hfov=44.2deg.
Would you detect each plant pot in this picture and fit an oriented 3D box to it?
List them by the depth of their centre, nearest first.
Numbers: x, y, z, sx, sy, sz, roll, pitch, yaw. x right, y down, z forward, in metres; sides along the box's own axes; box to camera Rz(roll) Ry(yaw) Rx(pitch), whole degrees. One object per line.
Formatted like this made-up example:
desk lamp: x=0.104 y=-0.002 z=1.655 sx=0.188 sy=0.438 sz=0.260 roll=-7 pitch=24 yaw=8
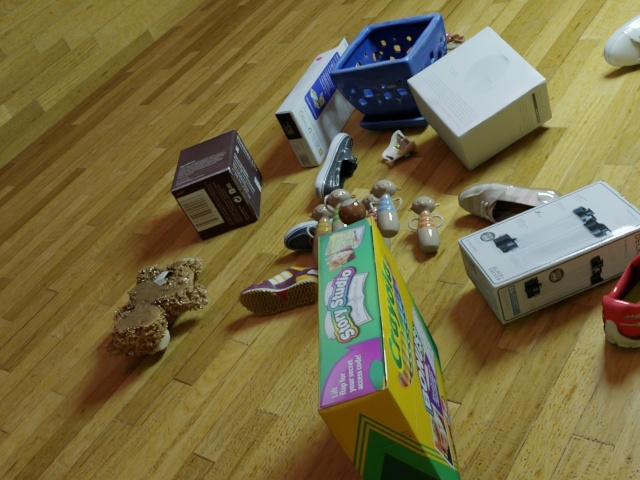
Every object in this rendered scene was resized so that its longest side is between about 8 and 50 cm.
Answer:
plant pot: x=0.199 y=-0.417 z=2.014 sx=0.236 sy=0.212 sz=0.236 roll=0 pitch=42 yaw=36

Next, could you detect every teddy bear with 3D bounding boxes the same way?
teddy bear: x=-0.361 y=0.150 z=1.767 sx=0.245 sy=0.113 sz=0.338 roll=-21 pitch=26 yaw=-2

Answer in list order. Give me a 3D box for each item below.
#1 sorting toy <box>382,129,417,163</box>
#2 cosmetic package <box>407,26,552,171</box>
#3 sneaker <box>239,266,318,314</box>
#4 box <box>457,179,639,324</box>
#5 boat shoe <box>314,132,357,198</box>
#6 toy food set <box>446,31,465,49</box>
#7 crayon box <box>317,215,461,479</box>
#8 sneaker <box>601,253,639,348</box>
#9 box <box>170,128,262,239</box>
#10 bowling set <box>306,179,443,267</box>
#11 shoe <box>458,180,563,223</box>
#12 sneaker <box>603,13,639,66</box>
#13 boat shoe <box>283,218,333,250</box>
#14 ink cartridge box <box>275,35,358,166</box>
sorting toy: x=0.188 y=-0.218 z=1.912 sx=0.075 sy=0.045 sz=0.083 roll=-37 pitch=34 yaw=0
cosmetic package: x=0.355 y=-0.316 z=1.766 sx=0.224 sy=0.138 sz=0.224 roll=-32 pitch=53 yaw=1
sneaker: x=-0.079 y=0.100 z=1.657 sx=0.185 sy=0.069 sz=0.084 roll=-10 pitch=28 yaw=14
box: x=0.408 y=0.016 z=1.372 sx=0.290 sy=0.087 sz=0.169 roll=-23 pitch=33 yaw=-3
boat shoe: x=0.053 y=-0.183 z=1.933 sx=0.076 sy=0.080 sz=0.228 roll=7 pitch=41 yaw=17
toy food set: x=0.368 y=-0.581 z=2.287 sx=0.122 sy=0.019 sz=0.078 roll=10 pitch=49 yaw=43
crayon box: x=0.101 y=0.196 z=1.166 sx=0.106 sy=0.313 sz=0.363 roll=-19 pitch=34 yaw=13
sneaker: x=0.542 y=0.050 z=1.224 sx=0.279 sy=0.118 sz=0.107 roll=-41 pitch=36 yaw=-18
box: x=-0.260 y=-0.144 z=2.013 sx=0.167 sy=0.168 sz=0.203 roll=-20 pitch=35 yaw=14
bowling set: x=0.096 y=-0.064 z=1.578 sx=0.287 sy=0.200 sz=0.154 roll=-9 pitch=59 yaw=9
shoe: x=0.366 y=-0.072 z=1.552 sx=0.219 sy=0.076 sz=0.058 roll=4 pitch=40 yaw=36
sneaker: x=0.781 y=-0.454 z=1.742 sx=0.290 sy=0.106 sz=0.123 roll=-20 pitch=32 yaw=10
boat shoe: x=0.000 y=0.000 z=1.726 sx=0.183 sy=0.065 sz=0.083 roll=-15 pitch=36 yaw=17
ink cartridge box: x=0.011 y=-0.378 z=2.128 sx=0.069 sy=0.176 sz=0.371 roll=-1 pitch=41 yaw=35
